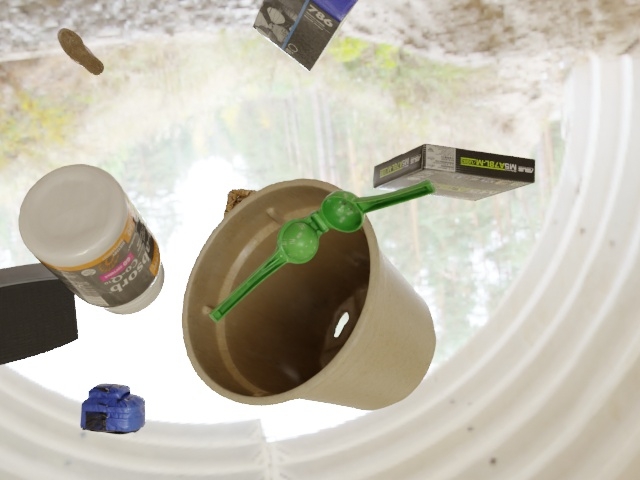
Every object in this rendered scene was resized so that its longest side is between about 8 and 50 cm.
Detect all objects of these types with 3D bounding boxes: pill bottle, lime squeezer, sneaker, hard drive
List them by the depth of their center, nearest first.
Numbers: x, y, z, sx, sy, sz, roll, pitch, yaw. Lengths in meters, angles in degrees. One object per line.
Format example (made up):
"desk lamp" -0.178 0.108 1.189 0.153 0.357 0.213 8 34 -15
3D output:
"lime squeezer" 0.000 0.000 1.049 0.310 0.059 0.110 -31 -143 13
"pill bottle" -0.341 0.011 1.337 0.162 0.162 0.278 -6 156 4
"hard drive" -0.546 0.135 1.495 0.255 0.171 0.054 -12 -159 -33
"sneaker" -0.469 -0.367 1.644 0.042 0.118 0.067 -46 -131 -5

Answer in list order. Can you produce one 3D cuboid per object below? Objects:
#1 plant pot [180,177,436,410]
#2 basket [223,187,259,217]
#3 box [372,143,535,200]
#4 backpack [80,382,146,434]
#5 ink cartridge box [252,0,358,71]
"plant pot" 0.016 0.119 1.308 0.334 0.333 0.305 1 159 36
"basket" -0.078 0.044 1.846 0.214 0.223 0.299 -10 -127 19
"box" 0.202 -0.102 1.329 0.191 0.045 0.184 6 170 -20
"backpack" -0.422 0.348 1.773 0.120 0.101 0.098 6 -172 9
"ink cartridge box" -0.031 -0.472 1.745 0.065 0.165 0.333 -54 -176 -19
